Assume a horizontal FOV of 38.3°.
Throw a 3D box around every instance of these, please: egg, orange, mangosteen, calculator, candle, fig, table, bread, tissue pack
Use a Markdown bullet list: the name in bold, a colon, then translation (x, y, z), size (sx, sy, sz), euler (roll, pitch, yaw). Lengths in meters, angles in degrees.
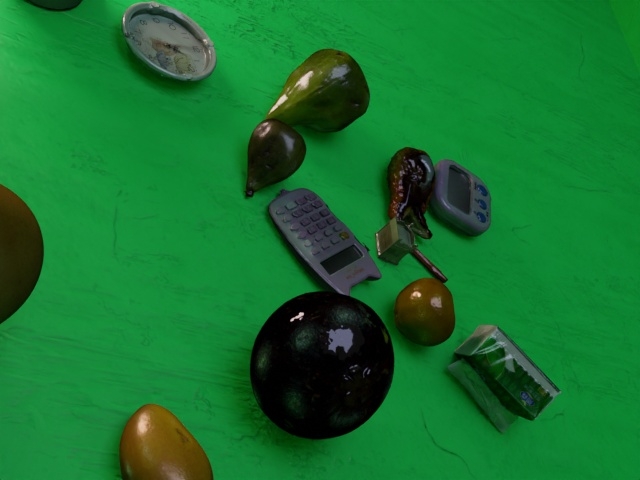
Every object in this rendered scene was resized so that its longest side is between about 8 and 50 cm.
- **egg**: translation (-0.568, 0.031, 1.363), size (0.322, 0.250, 0.250), euler (-23, 75, -43)
- **orange**: translation (0.231, 0.161, 2.057), size (0.136, 0.159, 0.159), euler (-7, 54, 2)
- **mangosteen**: translation (-0.003, 0.225, 1.711), size (0.288, 0.288, 0.288), euler (23, 45, -26)
- **calculator**: translation (-0.001, 0.001, 2.060), size (0.294, 0.043, 0.194), euler (51, 41, 10)
- **candle**: translation (0.247, 0.043, 2.256), size (0.167, 0.021, 0.026), euler (43, 14, -3)
- **fig**: translation (-0.022, -0.347, 2.238), size (0.275, 0.206, 0.206), euler (-25, 76, -25)
- **fig**: translation (-0.119, -0.178, 2.068), size (0.133, 0.185, 0.126), euler (36, 0, -9)
- **table**: translation (0.181, 0.000, 2.182), size (0.062, 0.083, 0.079), euler (20, 46, -28)
- **bread**: translation (0.225, -0.127, 2.331), size (0.139, 0.095, 0.269), euler (23, 59, -23)
- **tissue pack**: translation (0.404, 0.315, 2.089), size (0.156, 0.148, 0.209), euler (-44, 92, -10)

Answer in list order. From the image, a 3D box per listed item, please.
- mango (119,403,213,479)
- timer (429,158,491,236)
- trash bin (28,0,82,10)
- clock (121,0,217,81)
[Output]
- **mango**: translation (-0.255, 0.360, 1.490), size (0.145, 0.112, 0.219), euler (3, 45, -40)
- **timer**: translation (0.369, -0.112, 2.453), size (0.191, 0.069, 0.208), euler (32, 43, -18)
- **trash bin**: translation (-0.545, -0.653, 1.930), size (0.277, 0.262, 0.217), euler (-22, 74, -48)
- **clock**: translation (-0.350, -0.442, 2.096), size (0.236, 0.053, 0.236), euler (24, 43, -24)
